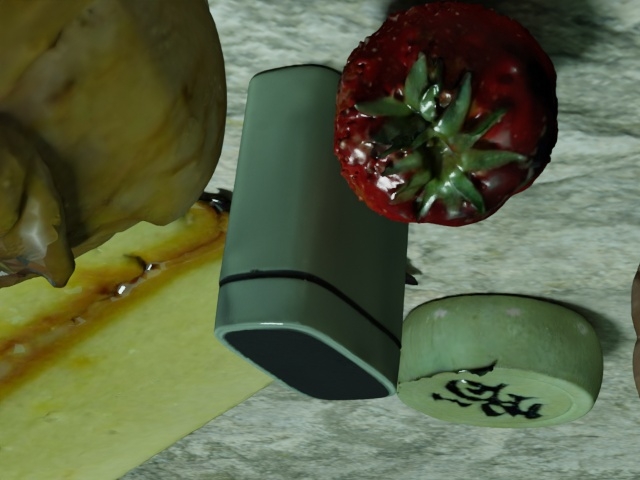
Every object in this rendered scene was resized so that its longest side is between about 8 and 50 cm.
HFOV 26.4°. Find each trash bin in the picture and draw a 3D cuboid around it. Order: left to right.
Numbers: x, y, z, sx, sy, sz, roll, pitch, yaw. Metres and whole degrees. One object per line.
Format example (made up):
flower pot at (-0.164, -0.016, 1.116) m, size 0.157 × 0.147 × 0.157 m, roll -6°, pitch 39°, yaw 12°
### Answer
trash bin at (0.000, 0.000, 0.660) m, size 0.059 × 0.129 × 0.116 m, roll -5°, pitch 155°, yaw 25°

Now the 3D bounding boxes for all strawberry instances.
strawberry at (0.049, -0.056, 0.578) m, size 0.106 × 0.106 × 0.106 m, roll 5°, pitch 157°, yaw 2°

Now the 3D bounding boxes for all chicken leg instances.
chicken leg at (-0.214, -0.125, 0.404) m, size 0.295 × 0.182 × 0.409 m, roll 12°, pitch 159°, yaw 31°

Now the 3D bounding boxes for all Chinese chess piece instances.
Chinese chess piece at (0.120, 0.086, 0.932) m, size 0.144 × 0.058 × 0.144 m, roll 5°, pitch 157°, yaw 2°

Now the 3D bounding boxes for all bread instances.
bread at (-0.219, 0.007, 0.871) m, size 0.405 × 0.242 × 0.346 m, roll -40°, pitch 136°, yaw 14°

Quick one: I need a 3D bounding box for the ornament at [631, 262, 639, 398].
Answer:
ornament at (0.262, 0.022, 0.578) m, size 0.221 × 0.235 × 0.217 m, roll -16°, pitch 170°, yaw -21°
